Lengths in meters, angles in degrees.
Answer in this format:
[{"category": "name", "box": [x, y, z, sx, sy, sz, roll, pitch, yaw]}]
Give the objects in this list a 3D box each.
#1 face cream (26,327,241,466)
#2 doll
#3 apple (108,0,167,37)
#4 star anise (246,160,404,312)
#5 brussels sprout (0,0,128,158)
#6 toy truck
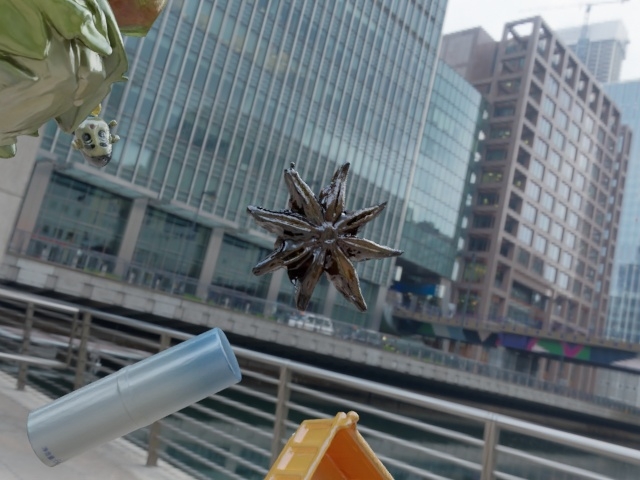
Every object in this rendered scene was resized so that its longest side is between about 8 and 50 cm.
[{"category": "face cream", "box": [-0.226, 0.192, 0.776, 0.250, 0.077, 0.077, -23, -10, -3]}, {"category": "doll", "box": [-0.453, -0.216, 1.245, 0.102, 0.179, 0.089, -17, -32, -22]}, {"category": "apple", "box": [-0.457, -0.537, 1.357, 0.246, 0.246, 0.226, 3, -18, 44]}, {"category": "star anise", "box": [0.000, 0.000, 1.034, 0.271, 0.272, 0.102, 16, -14, -15]}, {"category": "brussels sprout", "box": [-0.469, -0.308, 0.785, 0.342, 0.361, 0.425, -30, 2, -6]}, {"category": "toy truck", "box": [0.045, 0.282, 0.555, 0.135, 0.114, 0.270, -17, -65, 43]}]
